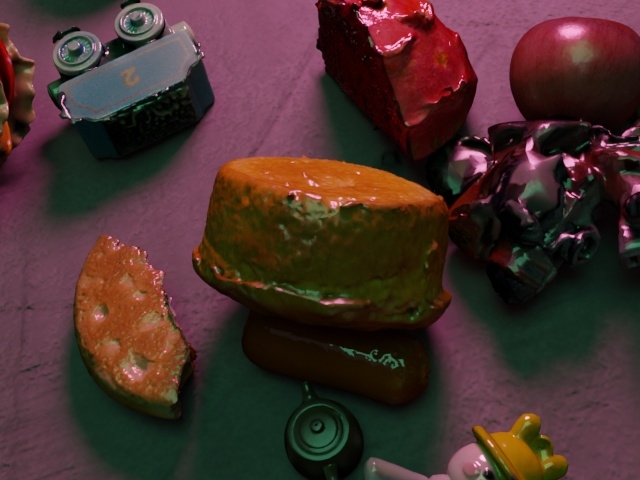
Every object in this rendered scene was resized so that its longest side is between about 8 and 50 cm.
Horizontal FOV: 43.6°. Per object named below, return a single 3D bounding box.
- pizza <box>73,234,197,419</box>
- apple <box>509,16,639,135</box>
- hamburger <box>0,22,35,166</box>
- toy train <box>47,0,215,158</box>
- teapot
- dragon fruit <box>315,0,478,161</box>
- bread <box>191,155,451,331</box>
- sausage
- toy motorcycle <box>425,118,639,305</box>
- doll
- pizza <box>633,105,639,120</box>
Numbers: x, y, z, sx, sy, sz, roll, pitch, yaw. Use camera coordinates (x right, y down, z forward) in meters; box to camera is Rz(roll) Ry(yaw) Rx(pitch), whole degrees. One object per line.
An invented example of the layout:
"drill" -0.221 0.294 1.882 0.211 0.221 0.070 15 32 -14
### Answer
"pizza" -0.202 0.095 0.863 0.127 0.058 0.246 -38 58 -11
"apple" 0.285 -0.179 0.888 0.153 0.153 0.120 12 87 17
"hamburger" -0.492 -0.185 0.978 0.274 0.274 0.212 -13 16 3
"toy train" -0.242 -0.204 1.025 0.203 0.112 0.163 -28 64 -6
"teapot" 0.003 0.193 0.759 0.076 0.068 0.121 -17 57 0
"dragon fruit" 0.087 -0.219 0.939 0.189 0.163 0.261 -3 33 -28
"bread" 0.000 0.000 0.779 0.268 0.268 0.145 11 103 17
"sausage" 0.015 0.110 0.804 0.198 0.076 0.076 13 62 18
"toy motorcycle" 0.290 -0.036 0.792 0.401 0.134 0.207 -3 58 25
"doll" 0.105 0.240 0.696 0.241 0.098 0.135 -34 55 -8
"pizza" 0.460 -0.156 0.876 0.193 0.053 0.201 -40 52 13
